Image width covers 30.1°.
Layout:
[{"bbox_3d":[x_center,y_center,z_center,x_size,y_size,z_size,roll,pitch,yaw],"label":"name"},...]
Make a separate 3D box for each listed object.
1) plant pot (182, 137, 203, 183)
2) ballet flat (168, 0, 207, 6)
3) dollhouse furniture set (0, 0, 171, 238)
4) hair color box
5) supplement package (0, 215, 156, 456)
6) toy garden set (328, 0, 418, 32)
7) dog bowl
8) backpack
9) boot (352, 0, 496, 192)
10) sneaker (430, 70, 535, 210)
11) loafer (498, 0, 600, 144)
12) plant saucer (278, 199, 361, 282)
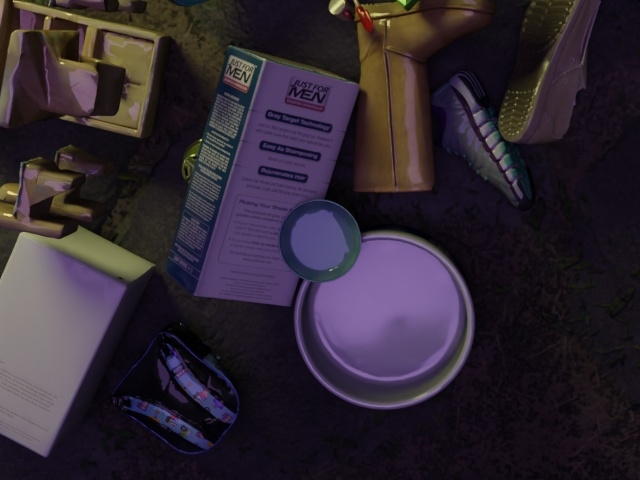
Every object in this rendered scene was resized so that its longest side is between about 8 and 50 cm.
[{"bbox_3d":[-0.174,-0.108,1.771,0.083,0.079,0.083,1,100,7],"label":"plant pot"},{"bbox_3d":[-0.097,-0.473,1.687,0.348,0.123,0.123,-40,94,10],"label":"ballet flat"},{"bbox_3d":[-0.382,-0.232,1.611,0.256,0.394,0.362,13,101,4],"label":"dollhouse furniture set"},{"bbox_3d":[-0.086,-0.088,1.714,0.174,0.105,0.347,9,104,-37],"label":"hair color box"},{"bbox_3d":[-0.401,0.139,1.790,0.177,0.175,0.293,28,102,2],"label":"supplement package"},{"bbox_3d":[0.063,-0.393,1.663,0.204,0.049,0.244,-45,59,14],"label":"toy garden set"},{"bbox_3d":[0.097,0.111,1.768,0.265,0.104,0.265,1,100,6],"label":"dog bowl"},{"bbox_3d":[-0.206,0.230,1.814,0.173,0.117,0.158,38,101,-1],"label":"backpack"},{"bbox_3d":[0.146,-0.203,1.682,0.236,0.089,0.270,3,96,42],"label":"boot"},{"bbox_3d":[0.229,-0.133,1.736,0.098,0.083,0.224,-29,89,27],"label":"sneaker"},{"bbox_3d":[0.335,-0.257,1.686,0.092,0.102,0.269,19,95,-33],"label":"loafer"},{"bbox_3d":[0.000,0.000,1.696,0.119,0.021,0.119,1,97,8],"label":"plant saucer"}]
